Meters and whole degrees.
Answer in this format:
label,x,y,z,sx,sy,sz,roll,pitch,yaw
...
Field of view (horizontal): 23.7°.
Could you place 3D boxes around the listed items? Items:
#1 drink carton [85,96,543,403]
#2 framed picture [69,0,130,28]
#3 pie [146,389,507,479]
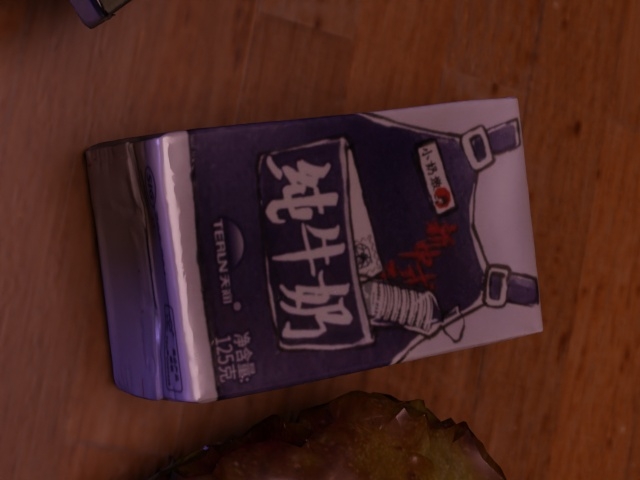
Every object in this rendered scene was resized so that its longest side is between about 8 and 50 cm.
label,x,y,z,sx,sy,sz,roll,pitch,yaw
drink carton,0.001,0.001,0.811,0.222,0.102,0.134,-9,92,-30
framed picture,-0.125,-0.285,0.735,0.232,0.024,0.315,-46,111,-45
pie,0.005,0.258,0.810,0.288,0.103,0.355,11,81,-27
